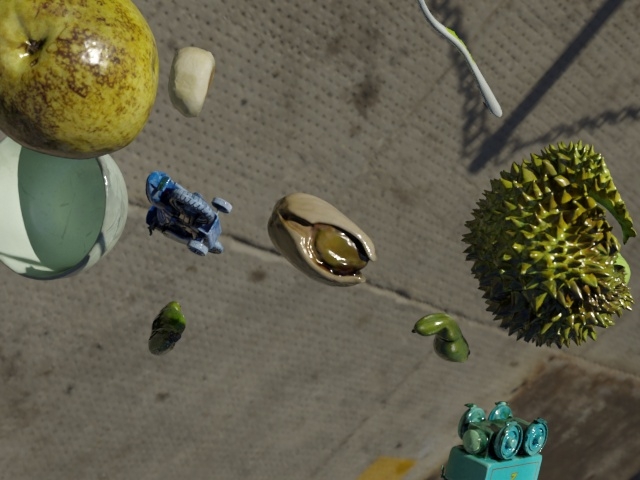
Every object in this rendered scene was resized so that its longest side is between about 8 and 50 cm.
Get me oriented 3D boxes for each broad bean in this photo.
[{"bbox_3d":[-0.245,0.145,1.416,0.061,0.195,0.046,-37,103,-2],"label":"broad bean"},{"bbox_3d":[0.226,0.178,1.578,0.070,0.048,0.213,-32,143,14],"label":"broad bean"}]

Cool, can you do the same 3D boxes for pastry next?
[{"bbox_3d":[-0.284,-0.348,1.944,0.092,0.156,0.156,12,130,-2],"label":"pastry"}]

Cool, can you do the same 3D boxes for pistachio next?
[{"bbox_3d":[0.000,0.000,1.687,0.138,0.238,0.153,-60,151,9],"label":"pistachio"}]

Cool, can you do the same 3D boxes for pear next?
[{"bbox_3d":[-0.263,-0.185,0.919,0.197,0.197,0.197,-20,139,-18],"label":"pear"}]

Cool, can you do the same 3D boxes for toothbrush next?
[{"bbox_3d":[0.174,-0.238,1.128,0.026,0.022,0.263,-32,134,11],"label":"toothbrush"}]

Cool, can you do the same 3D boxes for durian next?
[{"bbox_3d":[0.248,0.014,0.957,0.176,0.200,0.237,-32,153,-8],"label":"durian"}]

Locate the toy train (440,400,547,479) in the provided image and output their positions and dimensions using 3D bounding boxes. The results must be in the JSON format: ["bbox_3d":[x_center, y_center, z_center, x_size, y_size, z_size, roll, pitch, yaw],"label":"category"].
[{"bbox_3d":[0.319,0.386,1.603,0.203,0.112,0.163,7,97,-43],"label":"toy train"}]

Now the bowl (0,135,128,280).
[{"bbox_3d":[-0.510,-0.075,1.761,0.307,0.307,0.163,-44,166,13],"label":"bowl"}]

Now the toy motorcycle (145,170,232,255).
[{"bbox_3d":[-0.220,-0.040,1.406,0.092,0.135,0.254,-63,174,-17],"label":"toy motorcycle"}]
